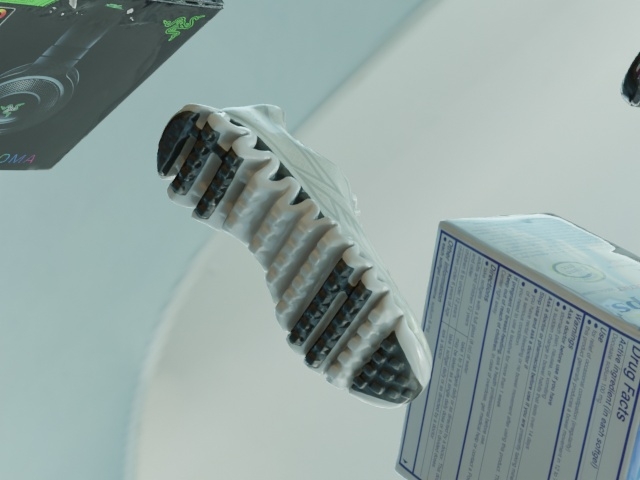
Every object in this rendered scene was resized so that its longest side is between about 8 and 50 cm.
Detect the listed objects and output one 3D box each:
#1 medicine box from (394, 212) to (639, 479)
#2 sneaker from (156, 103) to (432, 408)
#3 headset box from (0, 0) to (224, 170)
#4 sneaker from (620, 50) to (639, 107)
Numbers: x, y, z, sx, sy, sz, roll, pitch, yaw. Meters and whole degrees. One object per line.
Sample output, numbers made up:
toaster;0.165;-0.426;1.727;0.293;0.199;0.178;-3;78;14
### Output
medicine box;0.225;0.145;1.548;0.289;0.149;0.263;32;-61;47
sneaker;0.000;0.000;1.345;0.292;0.118;0.110;52;-53;14
headset box;-0.258;-0.189;1.441;0.283;0.246;0.131;-38;-113;33
sneaker;0.372;-0.177;1.509;0.224;0.083;0.098;-40;-110;-1
